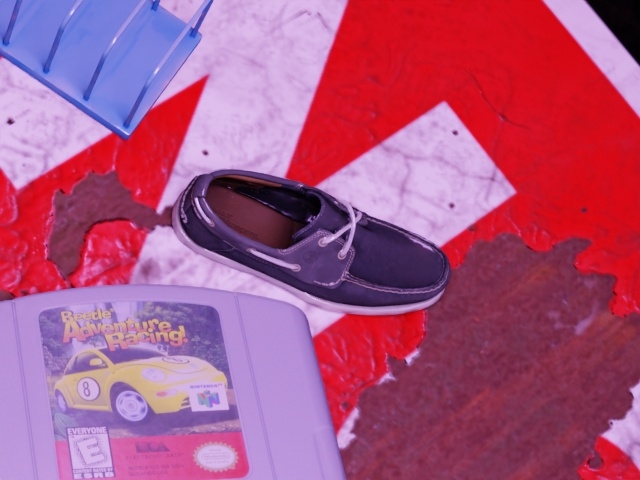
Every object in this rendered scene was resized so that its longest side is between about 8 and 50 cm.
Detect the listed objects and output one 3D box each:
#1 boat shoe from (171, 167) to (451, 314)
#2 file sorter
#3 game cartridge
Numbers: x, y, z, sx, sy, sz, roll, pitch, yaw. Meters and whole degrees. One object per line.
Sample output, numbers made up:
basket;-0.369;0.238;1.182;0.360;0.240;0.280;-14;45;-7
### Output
boat shoe;0.000;0.000;1.526;0.233;0.079;0.084;18;63;-13
file sorter;-0.184;-0.190;1.526;0.170;0.104;0.118;34;62;-2
game cartridge;-0.137;0.123;1.417;0.294;0.060;0.196;-2;50;-18
